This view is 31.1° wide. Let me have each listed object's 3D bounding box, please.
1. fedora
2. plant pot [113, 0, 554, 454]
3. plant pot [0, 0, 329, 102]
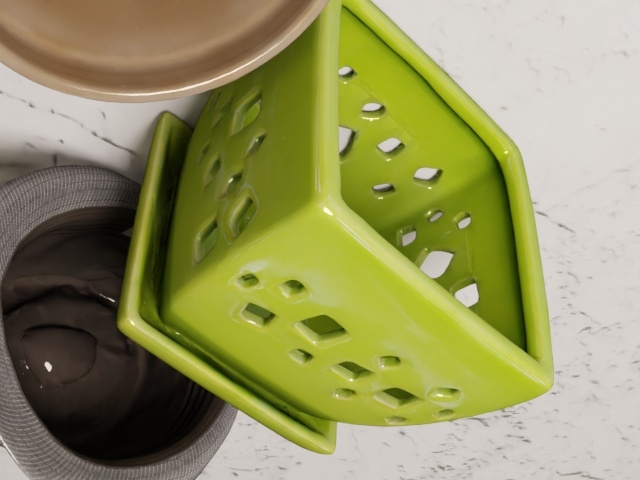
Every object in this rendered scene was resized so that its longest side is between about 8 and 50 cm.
[{"bbox_3d":[-0.177,0.077,0.814,0.124,0.275,0.243,-20,92,33],"label":"fedora"},{"bbox_3d":[0.000,0.000,0.767,0.207,0.227,0.228,-29,129,30],"label":"plant pot"},{"bbox_3d":[-0.099,-0.202,0.623,0.237,0.109,0.237,-11,132,-13],"label":"plant pot"}]
